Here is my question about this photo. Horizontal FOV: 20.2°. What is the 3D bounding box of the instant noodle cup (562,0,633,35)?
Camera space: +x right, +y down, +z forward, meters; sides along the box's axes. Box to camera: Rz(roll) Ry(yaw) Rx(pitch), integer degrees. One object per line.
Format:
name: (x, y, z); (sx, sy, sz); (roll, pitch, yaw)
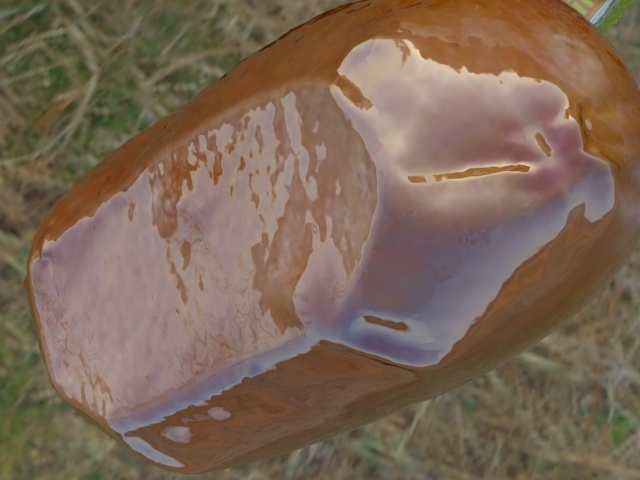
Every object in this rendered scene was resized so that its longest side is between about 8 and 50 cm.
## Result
instant noodle cup: (0.165, -0.237, 1.464); (0.185, 0.168, 0.168); (42, 120, 6)

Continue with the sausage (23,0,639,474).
sausage: (0.002, 0.000, 0.580); (0.133, 0.133, 0.258); (49, 136, -10)
